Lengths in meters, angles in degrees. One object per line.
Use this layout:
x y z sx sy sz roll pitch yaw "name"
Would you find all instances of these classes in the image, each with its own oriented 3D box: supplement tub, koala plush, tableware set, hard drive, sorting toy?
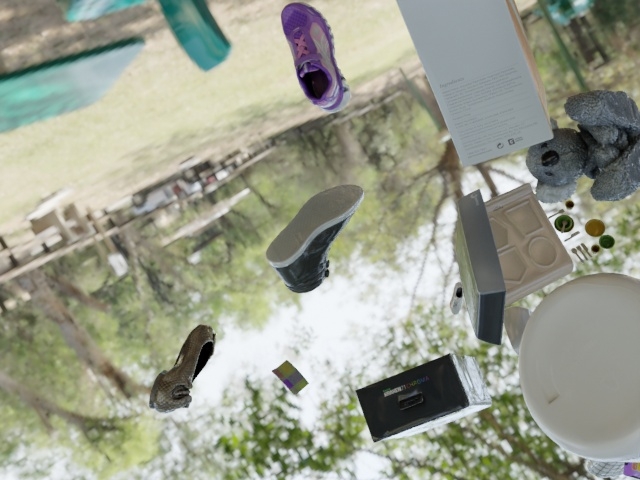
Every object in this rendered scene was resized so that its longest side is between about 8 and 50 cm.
0.435 0.172 1.188 0.316 0.228 0.228 12 152 -40 "supplement tub"
0.470 -0.159 1.656 0.221 0.196 0.203 -18 -179 43 "koala plush"
0.624 -0.028 2.183 0.104 0.154 0.024 -29 154 -2 "tableware set"
0.289 0.048 1.670 0.054 0.172 0.254 -5 -135 1 "hard drive"
0.396 0.008 1.865 0.193 0.208 0.038 -24 175 -22 "sorting toy"

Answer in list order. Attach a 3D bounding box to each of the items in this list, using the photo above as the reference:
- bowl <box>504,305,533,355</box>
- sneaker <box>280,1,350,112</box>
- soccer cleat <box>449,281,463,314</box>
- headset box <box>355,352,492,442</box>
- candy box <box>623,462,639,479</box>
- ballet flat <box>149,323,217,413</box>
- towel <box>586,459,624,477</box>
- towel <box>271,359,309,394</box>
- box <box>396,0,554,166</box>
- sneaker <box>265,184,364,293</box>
0.439 0.203 1.875 0.053 0.142 0.142 -39 -153 23 "bowl"
-0.020 -0.368 1.840 0.095 0.236 0.104 -21 -177 26 "sneaker"
0.324 0.139 2.174 0.029 0.083 0.035 8 -163 -1 "soccer cleat"
0.246 0.370 2.159 0.246 0.131 0.283 -24 163 15 "headset box"
0.622 0.335 1.536 0.196 0.164 0.070 11 -160 28 "candy box"
-0.200 0.201 1.431 0.058 0.084 0.250 12 -163 7 "ballet flat"
0.735 0.404 2.047 0.284 0.121 0.235 -10 141 -20 "towel"
-0.071 0.325 2.179 0.060 0.083 0.009 -34 162 -45 "towel"
0.269 -0.342 1.597 0.168 0.345 0.215 -17 -151 19 "box"
-0.001 0.000 2.086 0.105 0.147 0.296 25 -123 35 "sneaker"
